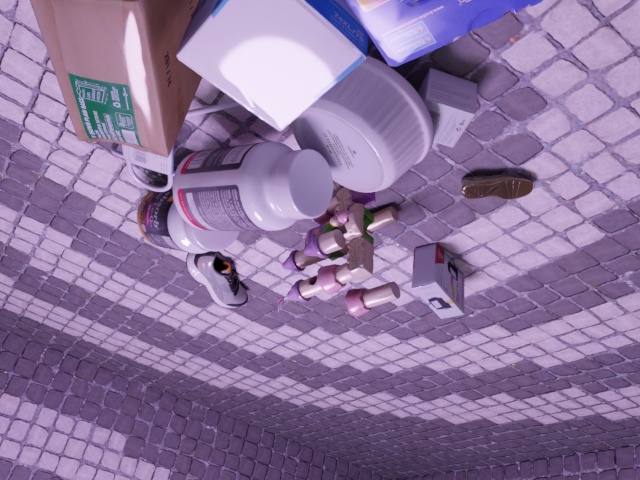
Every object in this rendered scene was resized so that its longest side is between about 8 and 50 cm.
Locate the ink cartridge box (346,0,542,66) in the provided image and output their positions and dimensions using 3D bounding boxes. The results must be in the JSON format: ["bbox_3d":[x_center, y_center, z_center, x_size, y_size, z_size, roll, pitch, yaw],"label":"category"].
[{"bbox_3d":[0.176,-0.382,0.705,0.269,0.396,0.151,-16,137,35],"label":"ink cartridge box"}]

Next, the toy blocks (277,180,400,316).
[{"bbox_3d":[0.000,0.000,1.407,0.260,0.289,0.309,-21,137,32],"label":"toy blocks"}]

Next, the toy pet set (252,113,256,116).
[{"bbox_3d":[-0.097,-0.300,1.205,0.114,0.065,0.122,-23,132,41],"label":"toy pet set"}]

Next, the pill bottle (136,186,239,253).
[{"bbox_3d":[-0.322,-0.051,1.477,0.278,0.162,0.162,6,153,50],"label":"pill bottle"}]

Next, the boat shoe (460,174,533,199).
[{"bbox_3d":[0.387,-0.123,1.334,0.152,0.048,0.056,-4,131,12],"label":"boat shoe"}]

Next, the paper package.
[{"bbox_3d":[-0.298,-0.354,0.973,0.168,0.310,0.325,12,147,1],"label":"paper package"}]

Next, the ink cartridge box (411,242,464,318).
[{"bbox_3d":[0.316,0.109,1.609,0.072,0.128,0.175,-17,137,32],"label":"ink cartridge box"}]

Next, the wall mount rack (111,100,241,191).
[{"bbox_3d":[-0.307,-0.241,1.314,0.304,0.131,0.350,18,146,-2],"label":"wall mount rack"}]

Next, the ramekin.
[{"bbox_3d":[0.067,-0.208,1.141,0.272,0.127,0.273,31,158,15],"label":"ramekin"}]

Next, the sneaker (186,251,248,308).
[{"bbox_3d":[-0.296,0.120,1.849,0.107,0.100,0.271,-13,139,24],"label":"sneaker"}]

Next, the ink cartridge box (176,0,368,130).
[{"bbox_3d":[-0.057,-0.356,0.916,0.197,0.270,0.198,32,136,-28],"label":"ink cartridge box"}]

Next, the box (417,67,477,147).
[{"bbox_3d":[0.231,-0.251,1.151,0.101,0.087,0.101,16,147,-6],"label":"box"}]

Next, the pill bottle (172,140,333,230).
[{"bbox_3d":[-0.137,-0.107,1.224,0.318,0.176,0.176,1,147,40],"label":"pill bottle"}]
